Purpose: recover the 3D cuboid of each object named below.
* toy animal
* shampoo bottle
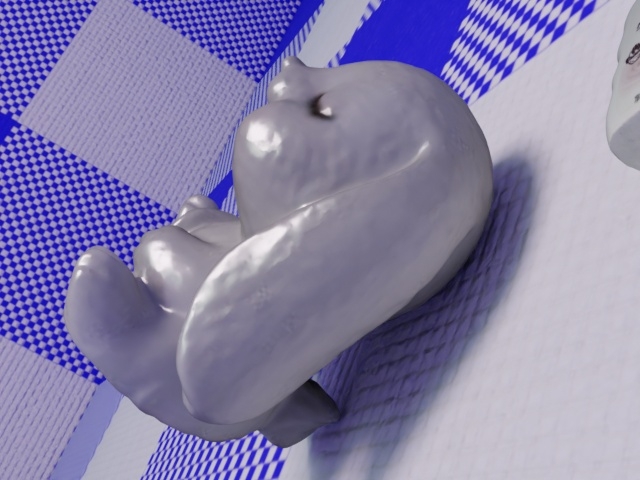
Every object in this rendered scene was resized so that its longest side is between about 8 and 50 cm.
[{"bbox_3d":[0.000,0.000,0.583,0.265,0.206,0.271,-42,-1,15],"label":"toy animal"},{"bbox_3d":[0.181,-0.107,0.422,0.077,0.045,0.152,-40,22,54],"label":"shampoo bottle"}]
